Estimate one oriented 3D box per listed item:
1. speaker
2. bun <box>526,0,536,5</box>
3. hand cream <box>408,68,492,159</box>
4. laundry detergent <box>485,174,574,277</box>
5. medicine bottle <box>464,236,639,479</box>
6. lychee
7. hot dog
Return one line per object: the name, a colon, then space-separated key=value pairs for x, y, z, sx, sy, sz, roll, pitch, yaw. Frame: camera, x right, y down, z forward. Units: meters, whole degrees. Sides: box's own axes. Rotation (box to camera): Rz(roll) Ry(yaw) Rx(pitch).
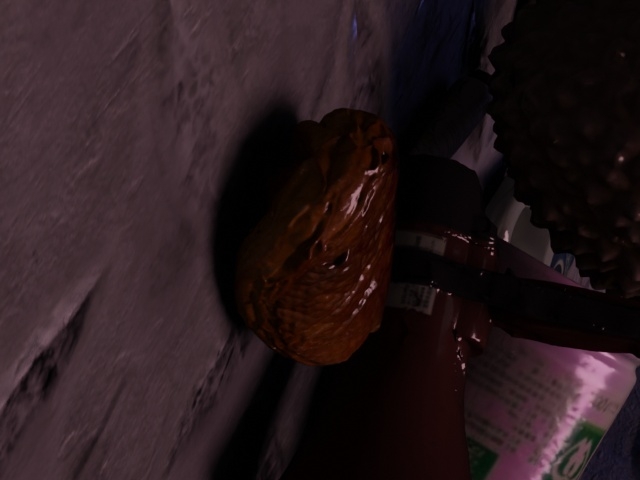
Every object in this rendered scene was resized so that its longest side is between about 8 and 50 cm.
speaker: x=0.104 y=0.098 z=1.389 sx=0.198 sy=0.259 sz=0.329 roll=33 pitch=68 yaw=-46
bun: x=0.254 y=-0.245 z=1.869 sx=0.115 sy=0.069 sz=0.115 roll=-14 pitch=107 yaw=-52
hand cream: x=0.109 y=-0.094 z=1.622 sx=0.194 sy=0.042 sz=0.067 roll=-51 pitch=161 yaw=-39
laundry detergent: x=0.202 y=0.036 z=1.923 sx=0.280 sy=0.105 sz=0.215 roll=-44 pitch=147 yaw=-55
medicine bottle: x=0.138 y=0.170 z=1.572 sx=0.325 sy=0.212 sz=0.212 roll=-59 pitch=164 yaw=4
lychee: x=0.352 y=-0.098 z=1.544 sx=0.380 sy=0.432 sz=0.380 roll=-175 pitch=-90 yaw=-74
hot dog: x=0.003 y=-0.001 z=1.270 sx=0.227 sy=0.099 sz=0.160 roll=87 pitch=26 yaw=-52
